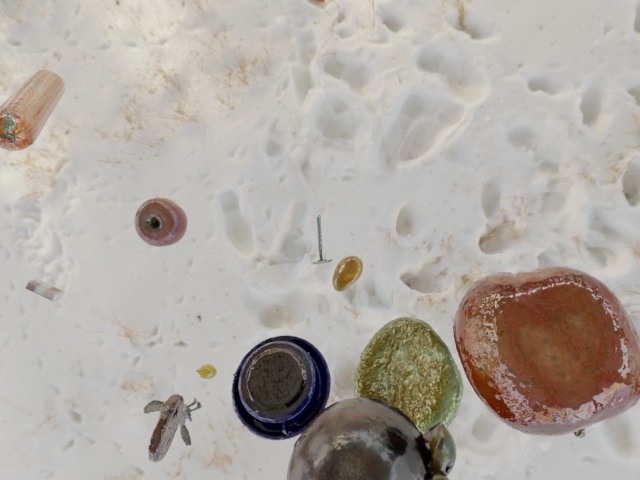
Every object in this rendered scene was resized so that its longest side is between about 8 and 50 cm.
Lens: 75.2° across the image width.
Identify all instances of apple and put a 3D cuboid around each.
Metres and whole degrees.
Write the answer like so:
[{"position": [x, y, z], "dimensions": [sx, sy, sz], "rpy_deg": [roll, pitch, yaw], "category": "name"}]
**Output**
[{"position": [-0.485, -0.055, 1.277], "dimensions": [0.153, 0.120, 0.154], "rpy_deg": [1, 97, 5], "category": "apple"}]

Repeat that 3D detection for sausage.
[{"position": [-0.437, -0.210, 0.633], "dimensions": [0.053, 0.053, 0.348], "rpy_deg": [-39, 38, 4], "category": "sausage"}]

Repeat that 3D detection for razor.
[{"position": [-0.002, -0.003, 1.737], "dimensions": [0.084, 0.036, 0.212], "rpy_deg": [-8, 107, -12], "category": "razor"}]

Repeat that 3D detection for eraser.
[{"position": [-0.908, 0.163, 1.370], "dimensions": [0.105, 0.065, 0.026], "rpy_deg": [29, 92, -11], "category": "eraser"}]

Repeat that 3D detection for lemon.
[{"position": [-0.496, 0.573, 1.811], "dimensions": [0.092, 0.065, 0.065], "rpy_deg": [16, 87, -25], "category": "lemon"}]

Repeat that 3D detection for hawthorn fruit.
[{"position": [0.366, 0.183, 0.679], "dimensions": [0.275, 0.275, 0.300], "rpy_deg": [-22, 86, 7], "category": "hawthorn fruit"}]

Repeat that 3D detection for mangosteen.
[{"position": [0.088, 0.439, 0.745], "dimensions": [0.310, 0.311, 0.312], "rpy_deg": [-1, 85, 9], "category": "mangosteen"}]

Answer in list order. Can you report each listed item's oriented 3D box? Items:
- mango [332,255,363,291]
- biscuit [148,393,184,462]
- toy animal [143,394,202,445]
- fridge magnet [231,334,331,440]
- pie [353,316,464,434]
[{"position": [0.111, 0.136, 1.757], "dimensions": [0.165, 0.089, 0.115], "rpy_deg": [-46, 48, 14], "category": "mango"}, {"position": [-0.460, 0.555, 1.235], "dimensions": [0.049, 0.192, 0.192], "rpy_deg": [15, 87, 3], "category": "biscuit"}, {"position": [-0.601, 0.750, 1.827], "dimensions": [0.160, 0.197, 0.273], "rpy_deg": [-23, 109, 13], "category": "toy animal"}, {"position": [-0.105, 0.371, 1.074], "dimensions": [0.265, 0.113, 0.266], "rpy_deg": [-5, 57, 7], "category": "fridge magnet"}, {"position": [0.218, 0.351, 1.073], "dimensions": [0.323, 0.070, 0.324], "rpy_deg": [-22, 56, 38], "category": "pie"}]
